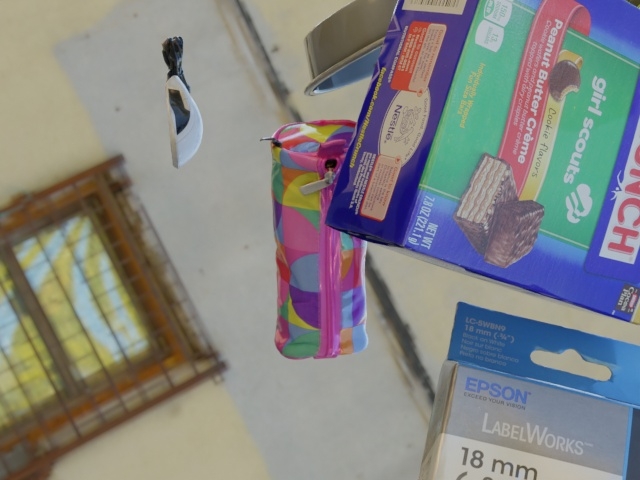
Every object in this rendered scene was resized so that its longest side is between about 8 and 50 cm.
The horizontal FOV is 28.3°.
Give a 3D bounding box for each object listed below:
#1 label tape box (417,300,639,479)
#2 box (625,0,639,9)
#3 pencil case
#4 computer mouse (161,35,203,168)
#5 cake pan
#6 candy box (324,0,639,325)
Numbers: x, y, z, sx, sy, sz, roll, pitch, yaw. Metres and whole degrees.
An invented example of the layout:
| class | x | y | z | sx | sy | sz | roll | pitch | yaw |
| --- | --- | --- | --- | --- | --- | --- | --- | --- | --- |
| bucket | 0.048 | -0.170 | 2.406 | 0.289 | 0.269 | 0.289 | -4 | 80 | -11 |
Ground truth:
| class | x | y | z | sx | sy | sz | roll | pitch | yaw |
| --- | --- | --- | --- | --- | --- | --- | --- | --- | --- |
| label tape box | 0.210 | 0.201 | 1.095 | 0.240 | 0.334 | 0.106 | 14 | -29 | 2 |
| box | 0.319 | -0.248 | 1.611 | 0.184 | 0.191 | 0.045 | 26 | -25 | 50 |
| pencil case | 0.000 | 0.000 | 1.200 | 0.104 | 0.104 | 0.236 | 37 | -45 | 52 |
| computer mouse | -0.173 | -0.167 | 1.601 | 0.106 | 0.042 | 0.193 | 93 | -10 | -49 |
| cake pan | 0.106 | -0.231 | 1.281 | 0.054 | 0.293 | 0.293 | 65 | -18 | 0 |
| candy box | 0.194 | -0.088 | 1.131 | 0.122 | 0.317 | 0.268 | 20 | -88 | 53 |
